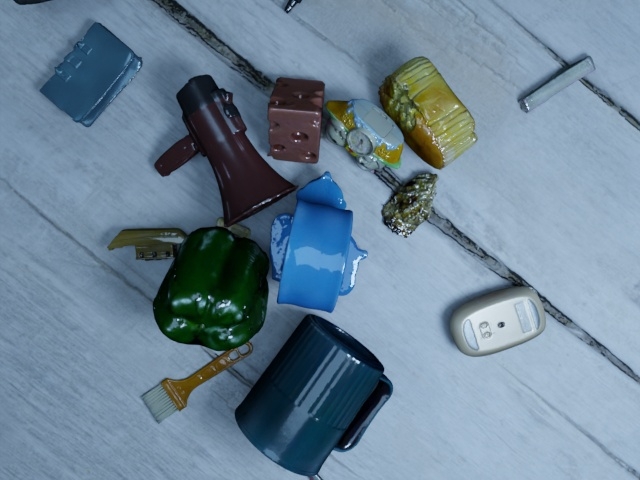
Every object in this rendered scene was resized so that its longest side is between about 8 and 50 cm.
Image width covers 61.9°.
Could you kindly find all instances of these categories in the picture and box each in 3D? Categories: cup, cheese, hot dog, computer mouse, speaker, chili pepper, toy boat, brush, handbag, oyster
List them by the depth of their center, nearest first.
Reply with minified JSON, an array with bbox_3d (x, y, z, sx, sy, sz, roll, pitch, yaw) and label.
[{"bbox_3d":[-0.244,0.112,1.211,0.248,0.257,0.233,8,123,0],"label":"chili pepper"},{"bbox_3d":[-0.057,-0.308,1.246,0.128,0.203,0.177,4,65,1],"label":"cheese"},{"bbox_3d":[0.006,0.365,1.250,0.308,0.242,0.292,34,91,0],"label":"cup"},{"bbox_3d":[-0.234,-0.192,1.261,0.198,0.259,0.329,-31,87,-38],"label":"speaker"},{"bbox_3d":[-0.549,-0.397,1.277,0.144,0.057,0.221,42,93,1],"label":"handbag"},{"bbox_3d":[-0.418,0.010,1.308,0.200,0.057,0.077,-1,101,-1],"label":"toy boat"},{"bbox_3d":[0.230,-0.091,1.313,0.177,0.056,0.105,-44,86,7],"label":"oyster"},{"bbox_3d":[-0.217,-0.031,1.319,0.090,0.034,0.030,24,83,-22],"label":"hot dog"},{"bbox_3d":[0.435,0.200,1.319,0.236,0.082,0.145,-21,94,-1],"label":"computer mouse"},{"bbox_3d":[-0.304,0.347,1.355,0.314,0.017,0.090,-33,94,1],"label":"brush"}]

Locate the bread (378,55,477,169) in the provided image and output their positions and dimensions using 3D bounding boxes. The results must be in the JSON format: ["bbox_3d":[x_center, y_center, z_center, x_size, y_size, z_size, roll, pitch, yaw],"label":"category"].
[{"bbox_3d":[0.241,-0.287,1.229,0.133,0.179,0.250,-35,97,0],"label":"bread"}]

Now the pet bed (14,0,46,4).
[{"bbox_3d":[-0.586,-0.608,1.195,0.210,0.183,0.159,-3,92,0],"label":"pet bed"}]

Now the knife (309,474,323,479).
[{"bbox_3d":[-0.035,0.575,1.374,0.035,0.018,0.247,-35,93,5],"label":"knife"}]

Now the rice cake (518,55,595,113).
[{"bbox_3d":[0.579,-0.381,1.302,0.206,0.036,0.047,-34,106,1],"label":"rice cake"}]

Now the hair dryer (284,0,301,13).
[{"bbox_3d":[-0.021,-0.660,1.262,0.128,0.070,0.255,38,98,-3],"label":"hair dryer"}]

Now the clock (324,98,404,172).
[{"bbox_3d":[0.098,-0.246,1.259,0.231,0.144,0.103,44,56,-2],"label":"clock"}]

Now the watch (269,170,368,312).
[{"bbox_3d":[0.000,0.000,1.203,0.241,0.274,0.305,9,99,-1],"label":"watch"}]
